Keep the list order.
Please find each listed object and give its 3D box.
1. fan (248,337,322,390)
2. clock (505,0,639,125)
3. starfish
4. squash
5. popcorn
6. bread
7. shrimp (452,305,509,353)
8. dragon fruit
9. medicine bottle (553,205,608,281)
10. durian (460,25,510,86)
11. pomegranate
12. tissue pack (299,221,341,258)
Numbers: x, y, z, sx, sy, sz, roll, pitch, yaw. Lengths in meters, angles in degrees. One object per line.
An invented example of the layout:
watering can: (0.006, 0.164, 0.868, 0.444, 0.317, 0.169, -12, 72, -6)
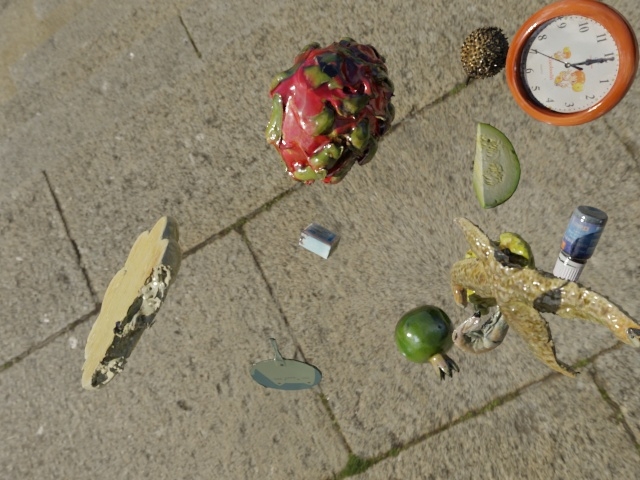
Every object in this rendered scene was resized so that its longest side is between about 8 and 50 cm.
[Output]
fan: (-0.057, 0.188, 0.757, 0.113, 0.175, 0.005, -2, 51, 6)
clock: (0.413, -0.292, 0.846, 0.205, 0.051, 0.205, 25, 133, 30)
starfish: (0.405, 0.135, 1.006, 0.082, 0.324, 0.432, -35, 47, -17)
squash: (0.503, -0.216, 1.433, 0.111, 0.289, 0.203, 4, 109, 9)
popcorn: (0.554, 0.107, 1.609, 0.250, 0.242, 0.235, -41, 34, 0)
bread: (-0.262, 0.077, 0.711, 0.038, 0.182, 0.251, 28, 104, -28)
shrimp: (0.384, 0.198, 1.189, 0.126, 0.224, 0.048, 4, 43, -4)
dragon fruit: (0.015, -0.237, 0.979, 0.237, 0.231, 0.303, 38, 121, 6)
medicine bottle: (0.679, 0.013, 1.335, 0.083, 0.083, 0.203, 15, 123, 16)
durian: (0.470, -0.513, 1.423, 0.189, 0.148, 0.091, -53, 31, 6)
pomegranate: (0.323, 0.301, 1.492, 0.187, 0.187, 0.225, -33, 58, 10)
tissue pack: (0.000, 0.000, 1.384, 0.094, 0.074, 0.059, 29, 127, 16)
